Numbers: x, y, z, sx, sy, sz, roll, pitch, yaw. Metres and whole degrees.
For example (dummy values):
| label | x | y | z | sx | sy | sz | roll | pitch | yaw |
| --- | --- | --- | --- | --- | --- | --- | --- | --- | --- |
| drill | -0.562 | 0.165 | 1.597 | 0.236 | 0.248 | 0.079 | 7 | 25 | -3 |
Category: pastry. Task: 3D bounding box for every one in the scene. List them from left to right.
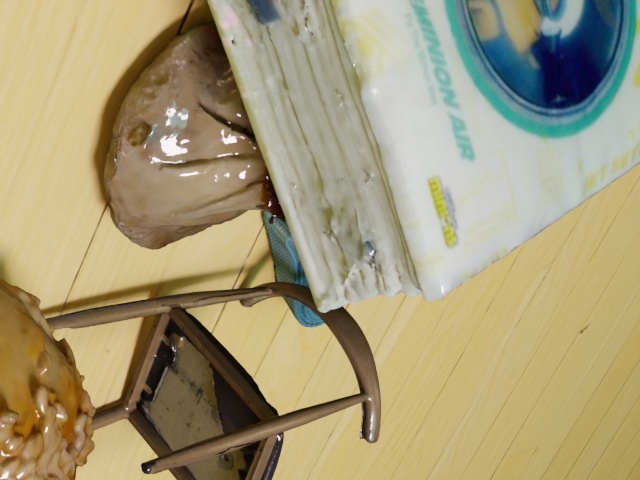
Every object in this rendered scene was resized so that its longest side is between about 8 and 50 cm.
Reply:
| label | x | y | z | sx | sy | sz | roll | pitch | yaw |
| --- | --- | --- | --- | --- | --- | --- | --- | --- | --- |
| pastry | -0.283 | 0.177 | 0.985 | 0.316 | 0.184 | 0.284 | -52 | 150 | 5 |

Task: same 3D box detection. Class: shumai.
| label | x | y | z | sx | sy | sz | roll | pitch | yaw |
| --- | --- | --- | --- | --- | --- | --- | --- | --- | --- |
| shumai | -0.058 | -0.061 | 1.087 | 0.201 | 0.120 | 0.201 | -37 | 149 | -27 |

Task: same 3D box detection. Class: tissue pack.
| label | x | y | z | sx | sy | sz | roll | pitch | yaw |
| --- | --- | --- | --- | --- | --- | --- | --- | --- | --- |
| tissue pack | 0.119 | -0.155 | 1.041 | 0.388 | 0.162 | 0.287 | -31 | 109 | -38 |

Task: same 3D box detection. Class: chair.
| label | x | y | z | sx | sy | sz | roll | pitch | yaw |
| --- | --- | --- | --- | --- | --- | --- | --- | --- | --- |
| chair | -0.100 | 0.146 | 1.206 | 0.272 | 0.188 | 0.166 | -16 | 141 | -41 |

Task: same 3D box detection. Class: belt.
| label | x | y | z | sx | sy | sz | roll | pitch | yaw |
| --- | --- | --- | --- | --- | --- | --- | --- | --- | --- |
| belt | 0.003 | 0.003 | 1.306 | 0.100 | 0.065 | 0.179 | -31 | 148 | -12 |
